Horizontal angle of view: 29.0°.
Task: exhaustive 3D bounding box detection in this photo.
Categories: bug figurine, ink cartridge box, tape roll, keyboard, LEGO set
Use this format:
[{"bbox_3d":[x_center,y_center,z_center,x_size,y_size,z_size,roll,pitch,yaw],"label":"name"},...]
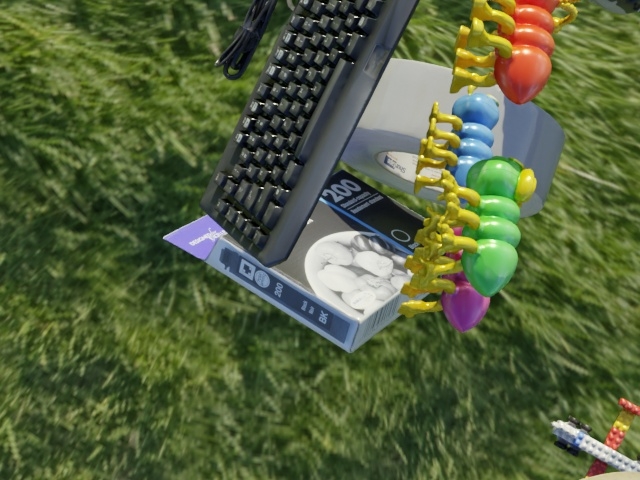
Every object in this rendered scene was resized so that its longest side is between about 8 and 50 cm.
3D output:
[{"bbox_3d":[0.109,-0.053,0.829,0.072,0.279,0.216,10,74,0],"label":"bug figurine"},{"bbox_3d":[0.000,0.000,1.130,0.208,0.206,0.045,30,123,21],"label":"ink cartridge box"},{"bbox_3d":[0.116,-0.093,1.171,0.219,0.219,0.072,20,81,-3],"label":"tape roll"},{"bbox_3d":[-0.009,-0.156,0.878,0.033,0.201,0.317,19,103,-35],"label":"keyboard"},{"bbox_3d":[0.330,0.237,1.196,0.244,0.060,0.183,-18,83,1],"label":"LEGO set"}]

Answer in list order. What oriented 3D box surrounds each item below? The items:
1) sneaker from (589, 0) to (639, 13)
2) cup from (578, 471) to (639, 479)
[{"bbox_3d":[0.261,-0.255,1.103,0.108,0.271,0.100,39,110,12],"label":"sneaker"},{"bbox_3d":[0.224,0.376,0.926,0.331,0.237,0.331,-18,131,-21],"label":"cup"}]
